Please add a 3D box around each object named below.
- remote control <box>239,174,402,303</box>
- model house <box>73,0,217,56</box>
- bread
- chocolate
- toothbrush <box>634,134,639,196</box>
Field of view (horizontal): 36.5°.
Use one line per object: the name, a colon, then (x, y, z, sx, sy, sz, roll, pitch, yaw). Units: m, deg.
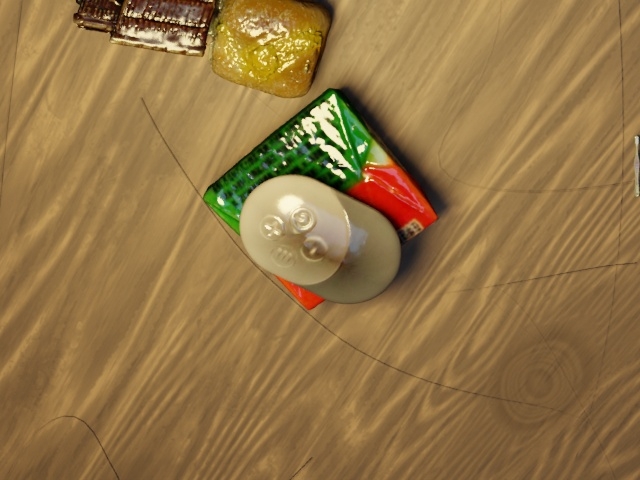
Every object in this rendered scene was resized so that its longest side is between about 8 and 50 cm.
remote control: (0.000, 0.000, 1.903, 0.332, 0.103, 0.221, 25, 117, -7)
model house: (-0.327, -0.472, 1.791, 0.317, 0.283, 0.297, 11, 146, -3)
bread: (-0.115, -0.392, 1.898, 0.246, 0.176, 0.196, 17, 111, 2)
chocolate: (0.004, -0.092, 2.007, 0.360, 0.161, 0.341, -37, 102, 20)
toothbrush: (0.642, -0.150, 1.970, 0.011, 0.013, 0.131, 0, 113, 19)
